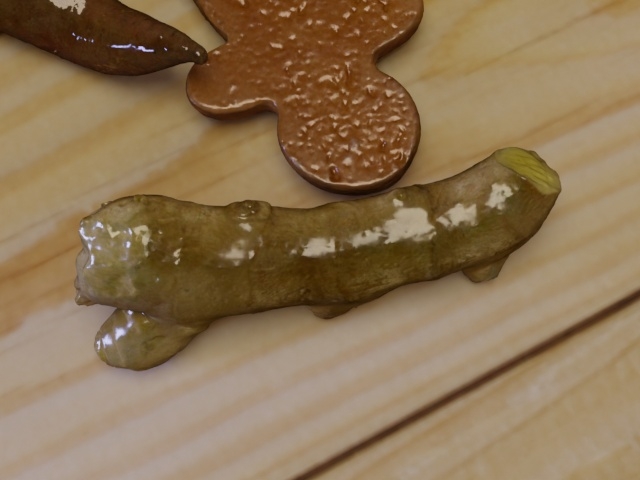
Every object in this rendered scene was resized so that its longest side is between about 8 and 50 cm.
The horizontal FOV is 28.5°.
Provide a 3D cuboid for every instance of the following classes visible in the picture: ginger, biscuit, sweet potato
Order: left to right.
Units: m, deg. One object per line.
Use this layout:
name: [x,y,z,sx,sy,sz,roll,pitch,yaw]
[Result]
sweet potato: [-0.192,-0.163,0.823,0.281,0.067,0.059,24,48,8]
biscuit: [-0.016,-0.135,0.826,0.165,0.036,0.250,-27,72,-6]
ginger: [0.001,0.002,0.752,0.299,0.118,0.065,-12,40,-3]
